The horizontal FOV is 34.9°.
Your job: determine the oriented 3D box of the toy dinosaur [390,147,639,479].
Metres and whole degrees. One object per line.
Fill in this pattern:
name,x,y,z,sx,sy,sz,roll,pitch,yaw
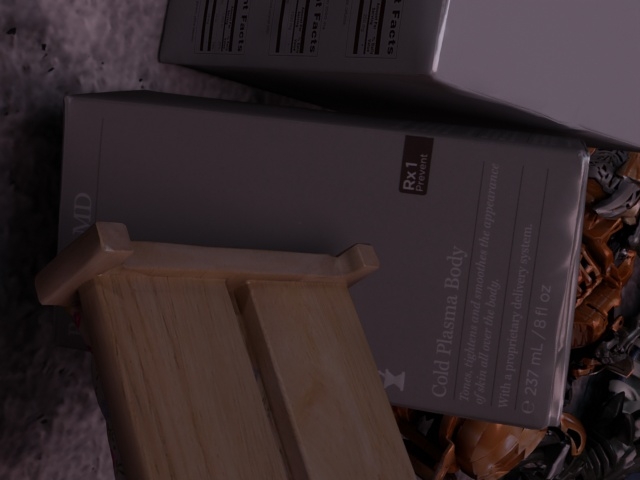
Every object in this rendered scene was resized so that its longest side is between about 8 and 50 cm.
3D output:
toy dinosaur,0.098,0.088,0.629,0.322,0.164,0.218,-38,149,11

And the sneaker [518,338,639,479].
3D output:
sneaker,0.268,0.156,0.830,0.236,0.130,0.322,0,104,-45

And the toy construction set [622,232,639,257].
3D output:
toy construction set,0.360,-0.066,0.791,0.328,0.215,0.151,-34,118,-5

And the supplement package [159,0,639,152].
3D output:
supplement package,0.060,-0.141,0.541,0.194,0.203,0.149,9,93,-43

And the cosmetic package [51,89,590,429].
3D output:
cosmetic package,0.000,0.000,0.488,0.107,0.238,0.127,-40,134,-76

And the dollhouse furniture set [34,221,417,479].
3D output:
dollhouse furniture set,-0.088,0.073,0.379,0.356,0.174,0.303,7,57,-47
